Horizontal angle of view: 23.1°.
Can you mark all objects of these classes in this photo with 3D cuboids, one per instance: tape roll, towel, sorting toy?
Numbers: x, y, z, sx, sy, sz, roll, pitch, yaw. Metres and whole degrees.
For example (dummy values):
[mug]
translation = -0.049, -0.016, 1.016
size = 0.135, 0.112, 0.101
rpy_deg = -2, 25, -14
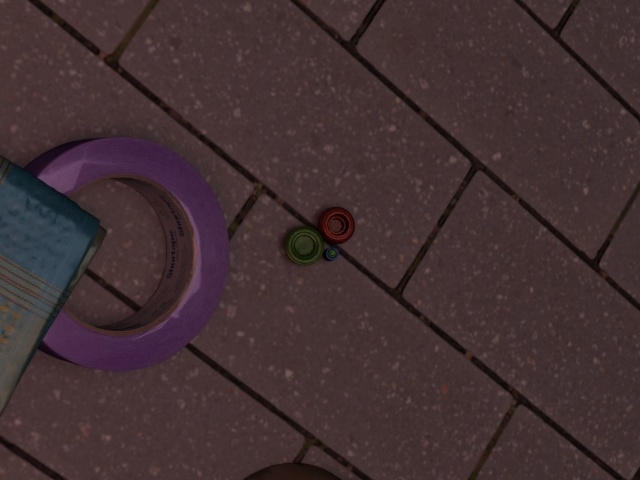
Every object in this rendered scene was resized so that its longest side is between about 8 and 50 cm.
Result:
[tape roll]
translation = -0.250, 0.015, 1.860
size = 0.274, 0.090, 0.275
rpy_deg = -1, 93, -28
[towel]
translation = -0.449, 0.001, 1.701
size = 0.370, 0.040, 0.271
rpy_deg = 33, 78, -16
[sorting toy]
translation = 0.000, 0.000, 2.026
size = 0.102, 0.042, 0.061
rpy_deg = -31, 90, -12

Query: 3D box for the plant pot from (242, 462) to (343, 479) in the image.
[plant pot]
translation = 0.019, 0.419, 1.911
size = 0.256, 0.274, 0.257
rpy_deg = -1, 92, -27
